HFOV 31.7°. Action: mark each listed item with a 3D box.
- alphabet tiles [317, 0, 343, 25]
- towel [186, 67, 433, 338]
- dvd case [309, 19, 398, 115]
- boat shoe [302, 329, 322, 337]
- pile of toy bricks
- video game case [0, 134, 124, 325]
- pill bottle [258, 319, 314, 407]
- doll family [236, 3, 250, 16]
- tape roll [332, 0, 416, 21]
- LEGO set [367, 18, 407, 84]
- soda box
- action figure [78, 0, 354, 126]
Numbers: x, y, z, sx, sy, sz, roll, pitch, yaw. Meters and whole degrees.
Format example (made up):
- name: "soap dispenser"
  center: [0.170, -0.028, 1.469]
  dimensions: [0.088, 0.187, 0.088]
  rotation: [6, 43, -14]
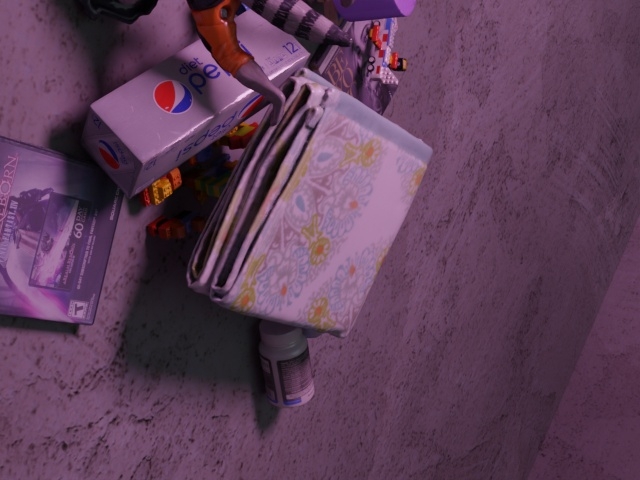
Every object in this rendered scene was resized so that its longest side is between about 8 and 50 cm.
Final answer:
- name: "alphabet tiles"
  center: [0.015, -0.464, 1.629]
  dimensions: [0.278, 0.021, 0.284]
  rotation: [-67, 154, -57]
- name: "towel"
  center: [-0.002, -0.039, 1.543]
  dimensions: [0.374, 0.090, 0.320]
  rotation: [21, 97, -58]
- name: "dvd case"
  center: [0.060, -0.269, 1.840]
  dimensions: [0.164, 0.018, 0.221]
  rotation: [-61, 145, -26]
- name: "boat shoe"
  center: [0.000, 0.000, 1.762]
  dimensions: [0.102, 0.108, 0.301]
  rotation: [-16, 107, -54]
- name: "pile of toy bricks"
  center: [-0.139, -0.076, 1.499]
  dimensions: [0.212, 0.105, 0.118]
  rotation: [-40, 133, -45]
- name: "video game case"
  center: [-0.335, -0.010, 1.283]
  dimensions: [0.274, 0.026, 0.196]
  rotation: [16, 86, -60]
- name: "pill bottle"
  center: [-0.055, 0.185, 1.752]
  dimensions: [0.078, 0.078, 0.137]
  rotation: [-41, 134, -45]
- name: "doll family"
  center: [-0.097, -0.426, 1.457]
  dimensions: [0.163, 0.118, 0.263]
  rotation: [-37, 128, -24]
- name: "tape roll"
  center: [0.069, -0.450, 1.586]
  dimensions: [0.275, 0.090, 0.274]
  rotation: [-4, 90, -73]
- name: "LEGO set"
  center: [0.112, -0.368, 1.823]
  dimensions: [0.182, 0.060, 0.244]
  rotation: [-58, 144, -51]
- name: "soda box"
  center: [-0.151, -0.175, 1.377]
  dimensions: [0.286, 0.098, 0.091]
  rotation: [-39, 172, -32]
- name: "action figure"
  center: [-0.097, -0.348, 1.281]
  dimensions: [0.330, 0.178, 0.341]
  rotation: [36, 87, -20]
